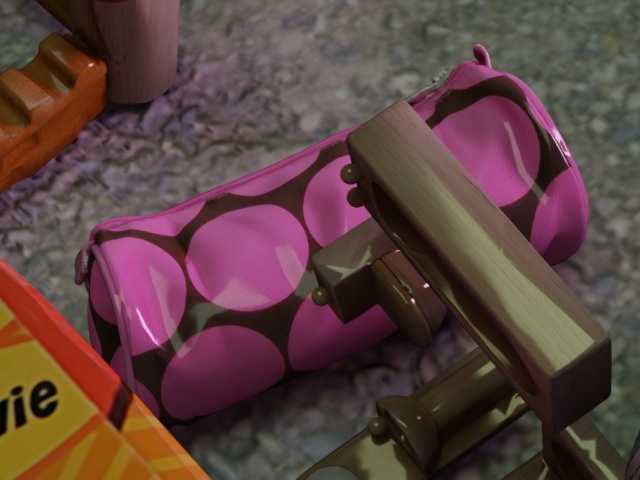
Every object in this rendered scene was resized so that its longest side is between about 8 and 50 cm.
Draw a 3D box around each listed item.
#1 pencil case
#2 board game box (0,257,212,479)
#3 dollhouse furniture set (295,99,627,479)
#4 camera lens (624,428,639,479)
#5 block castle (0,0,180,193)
[{"bbox_3d":[0.000,0.000,0.738,0.209,0.095,0.098,-24,92,-10],"label":"pencil case"},{"bbox_3d":[-0.083,0.291,0.374,0.356,0.356,0.356,-37,57,-16],"label":"board game box"},{"bbox_3d":[0.027,0.068,0.632,0.123,0.151,0.144,-34,63,-9],"label":"dollhouse furniture set"},{"bbox_3d":[0.226,0.054,0.579,0.219,0.219,0.274,15,58,19],"label":"camera lens"},{"bbox_3d":[-0.292,-0.084,0.734,0.303,0.213,0.453,40,69,16],"label":"block castle"}]
